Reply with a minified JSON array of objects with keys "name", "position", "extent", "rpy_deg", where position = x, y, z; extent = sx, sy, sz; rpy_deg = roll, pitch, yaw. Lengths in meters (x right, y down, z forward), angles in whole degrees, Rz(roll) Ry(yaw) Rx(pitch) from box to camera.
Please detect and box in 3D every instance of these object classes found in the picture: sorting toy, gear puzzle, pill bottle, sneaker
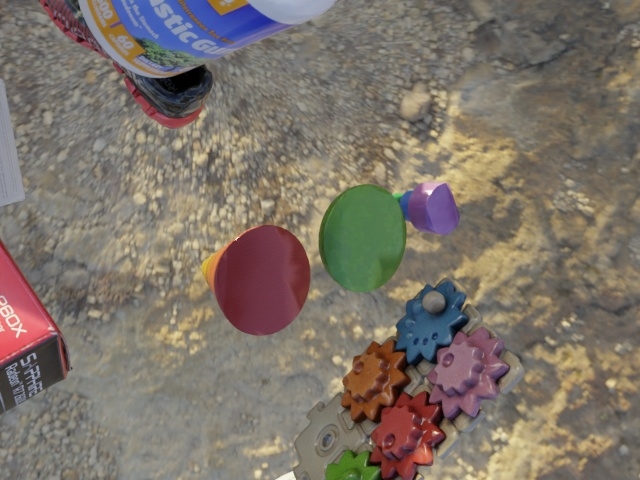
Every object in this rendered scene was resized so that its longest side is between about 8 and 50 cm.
[{"name":"sorting toy","position":[0.000,0.000,1.126],"extent":[0.366,0.126,0.127],"rpy_deg":[-22,108,-35]},{"name":"gear puzzle","position":[0.029,0.184,0.882],"extent":[0.044,0.175,0.339],"rpy_deg":[34,104,-32]},{"name":"pill bottle","position":[-0.072,-0.246,0.808],"extent":[0.272,0.152,0.152],"rpy_deg":[-12,109,41]},{"name":"sneaker","position":[-0.235,-0.258,1.160],"extent":[0.276,0.135,0.097],"rpy_deg":[46,68,-17]}]

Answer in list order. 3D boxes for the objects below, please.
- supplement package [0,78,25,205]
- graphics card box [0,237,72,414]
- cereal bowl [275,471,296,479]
[{"name":"supplement package","position":[-0.569,-0.105,1.233],"extent":[0.175,0.293,0.177],"rpy_deg":[1,105,29]},{"name":"graphics card box","position":[-0.358,0.066,0.511],"extent":[0.371,0.094,0.232],"rpy_deg":[-31,75,-23]},{"name":"cereal bowl","position":[-0.016,0.426,1.346],"extent":[0.339,0.141,0.339],"rpy_deg":[-22,143,-18]}]
